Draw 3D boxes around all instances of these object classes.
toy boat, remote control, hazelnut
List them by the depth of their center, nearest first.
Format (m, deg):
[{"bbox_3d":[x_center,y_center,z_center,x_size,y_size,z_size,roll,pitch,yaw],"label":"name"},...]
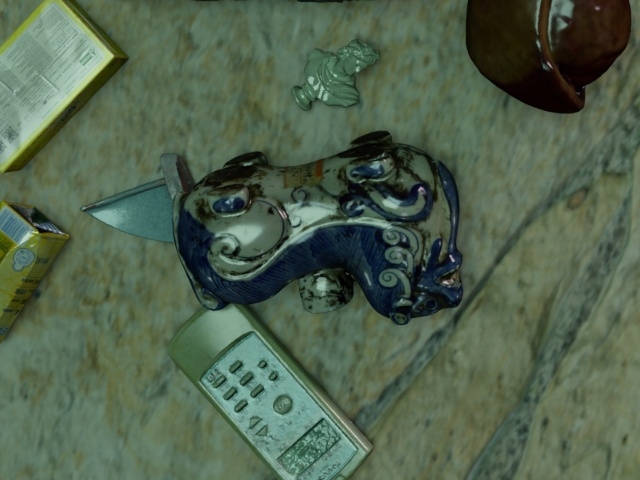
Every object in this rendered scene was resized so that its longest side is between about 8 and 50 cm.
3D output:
[{"bbox_3d":[0.221,-0.229,1.466,0.161,0.170,0.201,26,108,7],"label":"hazelnut"},{"bbox_3d":[-0.054,0.164,1.611,0.098,0.038,0.233,-43,86,11],"label":"remote control"},{"bbox_3d":[-0.187,-0.032,1.633,0.122,0.034,0.096,-19,90,20],"label":"toy boat"}]

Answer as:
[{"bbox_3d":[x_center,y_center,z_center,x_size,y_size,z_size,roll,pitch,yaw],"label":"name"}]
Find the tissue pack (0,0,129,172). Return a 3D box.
[{"bbox_3d":[-0.297,-0.164,1.625,0.176,0.062,0.095,-45,87,9],"label":"tissue pack"}]

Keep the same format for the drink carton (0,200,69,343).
[{"bbox_3d":[-0.353,0.057,1.639,0.074,0.084,0.200,36,100,17],"label":"drink carton"}]

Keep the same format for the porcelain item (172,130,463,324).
[{"bbox_3d":[0.000,0.000,1.555,0.288,0.138,0.186,-11,109,7],"label":"porcelain item"}]

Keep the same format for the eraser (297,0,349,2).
[{"bbox_3d":[-0.057,-0.299,1.563,0.353,0.077,0.111,2,94,11],"label":"eraser"}]

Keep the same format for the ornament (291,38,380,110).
[{"bbox_3d":[0.015,-0.168,1.577,0.068,0.041,0.092,32,108,13],"label":"ornament"}]
